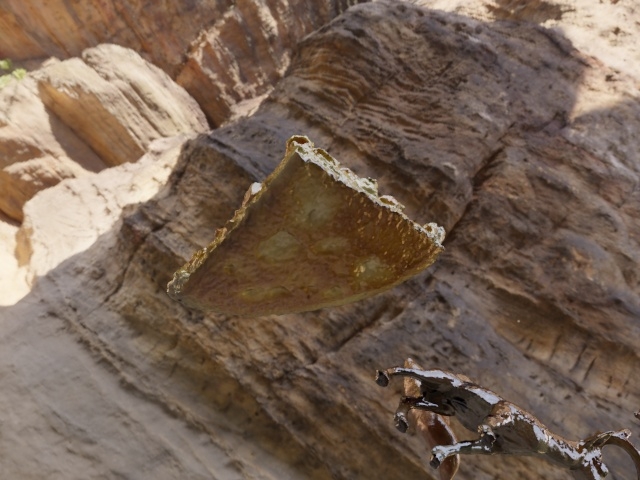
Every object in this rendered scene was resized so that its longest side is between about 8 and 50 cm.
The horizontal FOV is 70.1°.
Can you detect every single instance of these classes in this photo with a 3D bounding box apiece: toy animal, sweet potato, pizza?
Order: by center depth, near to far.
[{"bbox_3d":[0.211,0.202,0.510,0.260,0.087,0.243,12,16,-39],"label":"toy animal"},{"bbox_3d":[-0.013,0.026,0.570,0.258,0.268,0.087,30,27,-32],"label":"pizza"},{"bbox_3d":[0.150,0.235,0.626,0.058,0.055,0.202,14,20,-10],"label":"sweet potato"}]

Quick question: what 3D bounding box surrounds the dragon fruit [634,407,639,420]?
[{"bbox_3d":[0.812,0.321,0.950,0.228,0.329,0.286,-10,-39,44],"label":"dragon fruit"}]
